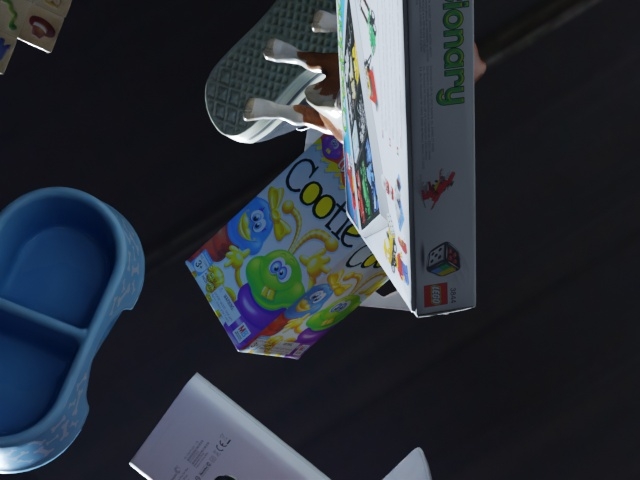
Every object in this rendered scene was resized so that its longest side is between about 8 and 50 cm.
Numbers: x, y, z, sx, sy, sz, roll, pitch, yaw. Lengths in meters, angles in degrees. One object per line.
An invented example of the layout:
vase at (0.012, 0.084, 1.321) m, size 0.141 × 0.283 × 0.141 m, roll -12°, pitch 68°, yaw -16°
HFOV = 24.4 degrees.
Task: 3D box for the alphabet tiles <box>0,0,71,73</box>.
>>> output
alphabet tiles at (-0.344, -0.285, 1.453) m, size 0.237 × 0.198 × 0.009 m, roll 23°, pitch 174°, yaw -37°

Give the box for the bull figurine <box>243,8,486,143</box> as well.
bull figurine at (0.048, -0.147, 1.398) m, size 0.310 × 0.188 × 0.101 m, roll -33°, pitch -44°, yaw -60°

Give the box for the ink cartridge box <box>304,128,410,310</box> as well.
ink cartridge box at (0.092, -0.027, 2.301) m, size 0.296 × 0.261 × 0.066 m, roll 8°, pitch 179°, yaw -40°

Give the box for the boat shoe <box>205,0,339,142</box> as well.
boat shoe at (0.037, -0.298, 2.100) m, size 0.156 × 0.500 × 0.187 m, roll -4°, pitch -114°, yaw -47°

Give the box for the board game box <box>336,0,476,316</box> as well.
board game box at (0.059, -0.122, 1.083) m, size 0.193 × 0.053 × 0.305 m, roll -120°, pitch 24°, yaw -62°

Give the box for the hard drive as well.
hard drive at (-0.108, 0.352, 2.122) m, size 0.307 × 0.203 × 0.040 m, roll 38°, pitch -145°, yaw 2°

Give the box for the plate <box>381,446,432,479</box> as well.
plate at (0.106, 0.498, 2.226) m, size 0.045 × 0.277 × 0.278 m, roll 27°, pitch -150°, yaw -31°

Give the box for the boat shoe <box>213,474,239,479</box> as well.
boat shoe at (-0.129, 0.328, 1.672) m, size 0.049 × 0.133 × 0.042 m, roll 24°, pitch -172°, yaw 17°

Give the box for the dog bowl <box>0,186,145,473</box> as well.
dog bowl at (-0.284, 0.079, 1.454) m, size 0.166 × 0.297 × 0.074 m, roll 21°, pitch 163°, yaw 3°

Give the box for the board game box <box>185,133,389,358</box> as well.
board game box at (0.000, 0.000, 1.776) m, size 0.144 × 0.275 × 0.142 m, roll 57°, pitch -160°, yaw 24°
